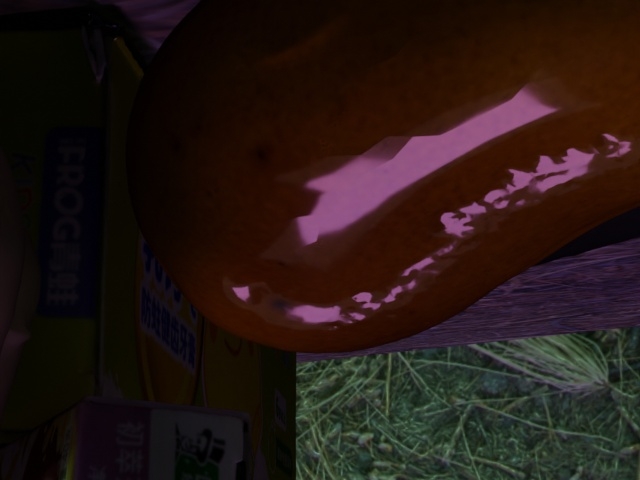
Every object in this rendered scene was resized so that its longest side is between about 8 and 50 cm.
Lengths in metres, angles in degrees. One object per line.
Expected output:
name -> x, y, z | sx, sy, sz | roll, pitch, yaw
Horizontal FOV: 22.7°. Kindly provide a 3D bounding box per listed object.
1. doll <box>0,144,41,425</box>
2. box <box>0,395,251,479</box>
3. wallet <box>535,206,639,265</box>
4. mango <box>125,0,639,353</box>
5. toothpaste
doll -> -0.151, -0.015, 0.257 | 0.154, 0.119, 0.278 | 14, 171, 23
box -> -0.073, 0.079, 0.392 | 0.041, 0.050, 0.207 | 9, 162, -25
wallet -> 0.000, 0.000, 0.725 | 0.197, 0.051, 0.377 | 2, 170, -27
mango -> 0.025, -0.036, 0.354 | 0.159, 0.084, 0.105 | -30, 147, 21
toothpaste -> -0.066, 0.039, 0.545 | 0.077, 0.110, 0.327 | -1, 164, 8
